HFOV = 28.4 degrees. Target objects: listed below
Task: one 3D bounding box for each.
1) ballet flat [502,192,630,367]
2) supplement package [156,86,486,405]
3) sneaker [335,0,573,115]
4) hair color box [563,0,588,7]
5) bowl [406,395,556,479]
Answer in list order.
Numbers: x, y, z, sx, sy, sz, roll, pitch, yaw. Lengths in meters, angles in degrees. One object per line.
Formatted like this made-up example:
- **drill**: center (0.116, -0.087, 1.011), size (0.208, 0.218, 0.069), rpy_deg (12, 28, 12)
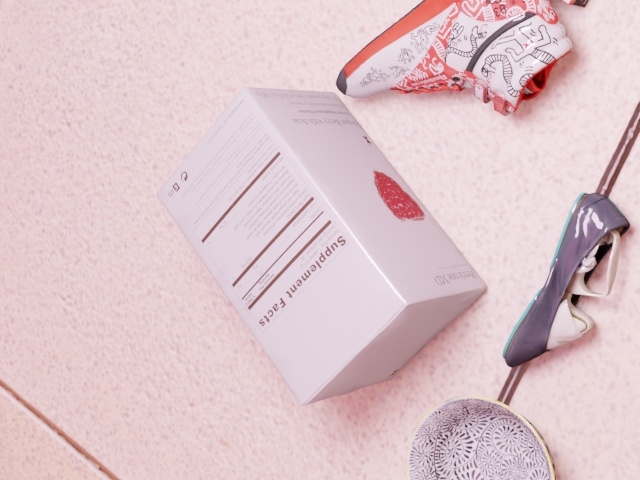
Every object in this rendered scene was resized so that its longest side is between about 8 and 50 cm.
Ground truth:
- **ballet flat**: center (0.249, 0.052, 1.261), size (0.074, 0.074, 0.203), rpy_deg (32, 109, 28)
- **supplement package**: center (0.000, 0.000, 1.361), size (0.175, 0.177, 0.293), rpy_deg (-47, 69, 28)
- **sneaker**: center (0.136, -0.176, 1.305), size (0.270, 0.090, 0.145), rpy_deg (-34, 91, 44)
- **hair color box**: center (0.222, -0.301, 1.264), size (0.141, 0.043, 0.072), rpy_deg (42, 115, 24)
- **bowl**: center (0.181, 0.238, 1.315), size (0.170, 0.080, 0.170), rpy_deg (4, 97, 34)
